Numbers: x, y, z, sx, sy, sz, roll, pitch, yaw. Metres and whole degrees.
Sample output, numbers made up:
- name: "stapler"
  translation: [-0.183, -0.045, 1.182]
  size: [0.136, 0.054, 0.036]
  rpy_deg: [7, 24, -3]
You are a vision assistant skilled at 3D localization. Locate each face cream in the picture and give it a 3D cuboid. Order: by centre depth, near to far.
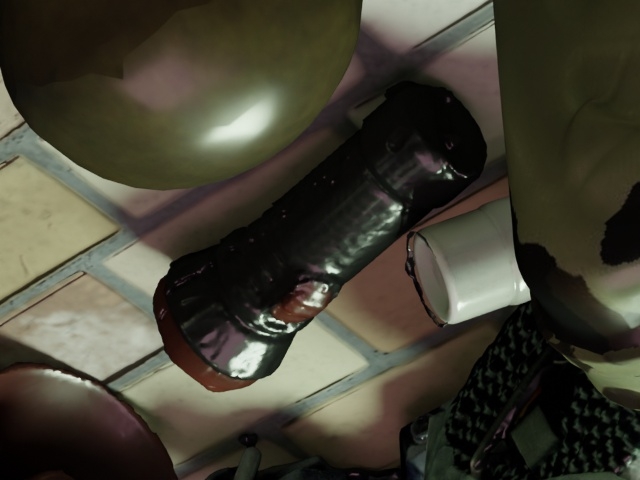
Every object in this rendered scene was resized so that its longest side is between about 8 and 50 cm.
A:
- name: "face cream"
  translation: [0.168, -0.017, 1.033]
  size: [0.243, 0.058, 0.092]
  rpy_deg: [-19, 142, -13]

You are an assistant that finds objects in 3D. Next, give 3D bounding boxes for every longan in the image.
- name: "longan"
  translation: [-0.070, -0.107, 0.902]
  size: [0.189, 0.189, 0.189]
  rpy_deg: [0, 138, 0]

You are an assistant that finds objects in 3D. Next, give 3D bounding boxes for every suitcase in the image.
- name: "suitcase"
  translation: [0.251, -0.061, 0.809]
  size: [0.351, 0.339, 0.194]
  rpy_deg: [-21, 133, 23]

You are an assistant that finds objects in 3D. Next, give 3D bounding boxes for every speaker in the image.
- name: "speaker"
  translation: [-0.278, 0.254, 1.233]
  size: [0.329, 0.259, 0.198]
  rpy_deg: [-33, 106, 33]

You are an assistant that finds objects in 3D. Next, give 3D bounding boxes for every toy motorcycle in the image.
- name: "toy motorcycle"
  translation: [0.019, 0.182, 1.255]
  size: [0.270, 0.106, 0.159]
  rpy_deg: [-34, 123, 16]

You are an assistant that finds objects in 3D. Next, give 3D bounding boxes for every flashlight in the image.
- name: "flashlight"
  translation: [0.000, 0.000, 1.067]
  size: [0.093, 0.093, 0.232]
  rpy_deg: [30, 129, -28]

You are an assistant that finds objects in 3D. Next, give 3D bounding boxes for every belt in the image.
- name: "belt"
  translation: [0.171, 0.136, 1.110]
  size: [0.150, 0.207, 0.257]
  rpy_deg: [29, 99, -23]
